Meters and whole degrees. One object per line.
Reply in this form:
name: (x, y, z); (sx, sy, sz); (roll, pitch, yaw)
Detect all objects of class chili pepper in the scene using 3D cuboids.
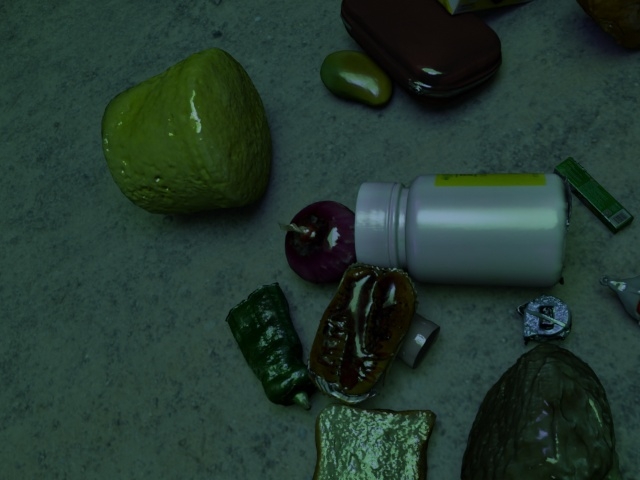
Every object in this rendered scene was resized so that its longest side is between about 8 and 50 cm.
chili pepper: (-0.086, 0.227, 1.207); (0.136, 0.099, 0.270); (-26, 60, -10)

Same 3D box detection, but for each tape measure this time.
tape measure: (0.421, 0.147, 1.127); (0.094, 0.054, 0.091); (-15, 63, 19)

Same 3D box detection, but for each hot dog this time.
hot dog: (0.072, 0.165, 1.102); (0.162, 0.082, 0.271); (25, 95, 25)

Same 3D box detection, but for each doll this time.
doll: (0.614, 0.114, 1.075); (0.227, 0.075, 0.102); (22, 84, 13)

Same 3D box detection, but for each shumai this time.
shumai: (0.408, 0.350, 0.958); (0.288, 0.292, 0.330); (29, 39, 5)

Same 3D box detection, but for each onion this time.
onion: (0.007, 0.003, 1.247); (0.177, 0.153, 0.177); (-3, 73, 9)

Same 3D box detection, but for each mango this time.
mango: (0.089, -0.389, 1.432); (0.191, 0.085, 0.122); (25, 63, 13)

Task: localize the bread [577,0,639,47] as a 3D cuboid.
bread: (0.687, -0.590, 1.207); (0.358, 0.336, 0.204); (-46, 50, 22)

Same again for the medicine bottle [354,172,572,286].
medicine bottle: (0.268, -0.021, 1.150); (0.378, 0.213, 0.214); (1, 68, 15)

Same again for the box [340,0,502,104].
box: (0.227, -0.479, 1.389); (0.263, 0.108, 0.404); (-28, 62, -17)

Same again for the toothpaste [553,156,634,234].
toothpaste: (0.546, -0.092, 1.204); (0.043, 0.037, 0.178); (-36, 63, 2)

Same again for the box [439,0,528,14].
box: (0.395, -0.615, 1.338); (0.265, 0.168, 0.097); (-18, 64, -26)

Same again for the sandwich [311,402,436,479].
sandwich: (0.089, 0.425, 1.083); (0.226, 0.087, 0.251); (2, 68, 17)

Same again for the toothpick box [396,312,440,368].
toothpick box: (0.144, 0.169, 1.168); (0.149, 0.098, 0.098); (32, 79, 24)

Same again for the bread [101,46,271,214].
bread: (-0.286, -0.221, 1.322); (0.307, 0.348, 0.348); (-13, 65, 15)
